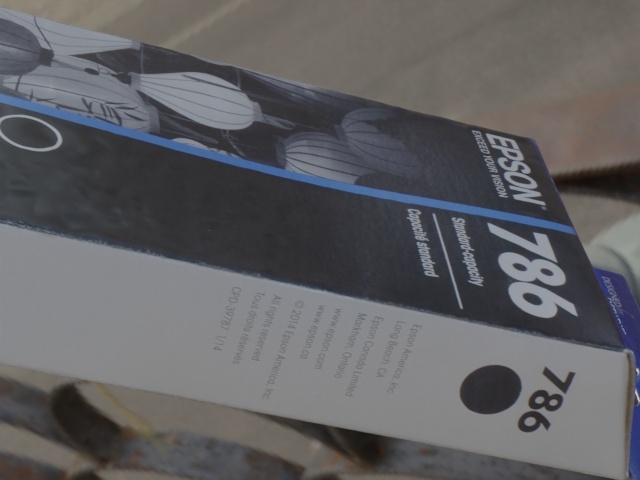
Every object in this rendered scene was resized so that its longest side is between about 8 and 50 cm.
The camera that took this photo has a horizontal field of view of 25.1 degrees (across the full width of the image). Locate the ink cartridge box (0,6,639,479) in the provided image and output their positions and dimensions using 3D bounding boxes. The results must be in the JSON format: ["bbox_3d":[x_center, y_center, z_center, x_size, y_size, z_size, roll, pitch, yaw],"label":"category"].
[{"bbox_3d":[0.000,0.000,0.551,0.165,0.333,0.065,-101,28,-57],"label":"ink cartridge box"}]
